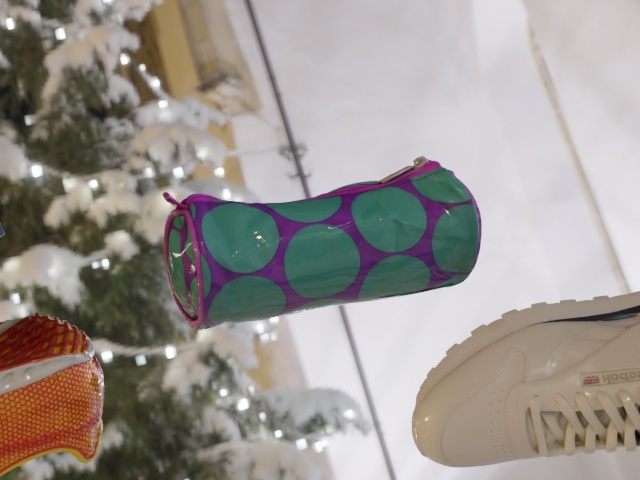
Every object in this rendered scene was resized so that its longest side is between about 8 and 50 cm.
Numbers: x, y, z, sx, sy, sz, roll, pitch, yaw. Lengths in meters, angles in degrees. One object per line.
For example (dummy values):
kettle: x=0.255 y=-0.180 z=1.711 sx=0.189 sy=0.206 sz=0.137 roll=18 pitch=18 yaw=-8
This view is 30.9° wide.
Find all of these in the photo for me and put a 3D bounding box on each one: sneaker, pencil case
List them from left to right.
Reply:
sneaker: x=-0.162 y=0.079 z=0.412 sx=0.175 sy=0.067 sz=0.064 roll=-11 pitch=21 yaw=-16
pencil case: x=0.000 y=0.000 z=0.580 sx=0.151 sy=0.070 sz=0.064 roll=-10 pitch=13 yaw=-18
sneaker: x=0.171 y=0.091 z=0.703 sx=0.235 sy=0.095 sz=0.090 roll=-19 pitch=-57 yaw=-2

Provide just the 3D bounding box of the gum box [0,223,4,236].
gum box: x=-0.385 y=-0.008 z=0.974 sx=0.157 sy=0.184 sz=0.041 roll=-38 pitch=-44 yaw=-30
